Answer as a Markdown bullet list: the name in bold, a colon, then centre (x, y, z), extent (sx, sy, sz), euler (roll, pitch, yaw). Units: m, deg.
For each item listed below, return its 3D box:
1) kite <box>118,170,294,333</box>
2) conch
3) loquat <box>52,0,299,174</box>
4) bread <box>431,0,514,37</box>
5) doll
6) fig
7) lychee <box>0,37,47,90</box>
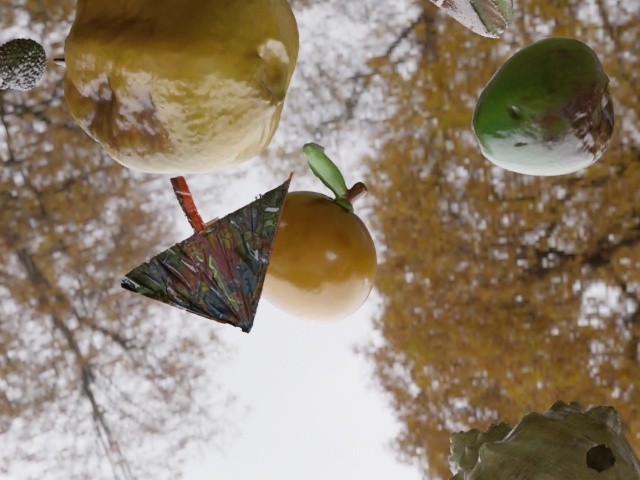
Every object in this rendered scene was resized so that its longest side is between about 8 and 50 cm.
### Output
- **kite**: centre (-0.112, 0.012, 1.379), extent (0.232, 0.189, 0.009), euler (-27, 179, 10)
- **conch**: centre (0.227, 0.261, 1.254), extent (0.263, 0.186, 0.324), euler (-13, -166, -37)
- **loquat**: centre (-0.078, -0.098, 0.691), extent (0.137, 0.137, 0.113), euler (7, 179, 23)
- **bread**: centre (0.104, -0.199, 0.957), extent (0.109, 0.062, 0.043), euler (36, -104, -1)
- **doll**: centre (0.000, 0.000, 1.866), extent (0.236, 0.213, 0.213), euler (-56, -139, 8)
- **fig**: centre (0.292, -0.166, 1.665), extent (0.191, 0.181, 0.181), euler (-17, -144, 3)
- **lychee**: centre (-0.393, -0.229, 1.661), extent (0.083, 0.067, 0.068), euler (-38, -151, 17)
